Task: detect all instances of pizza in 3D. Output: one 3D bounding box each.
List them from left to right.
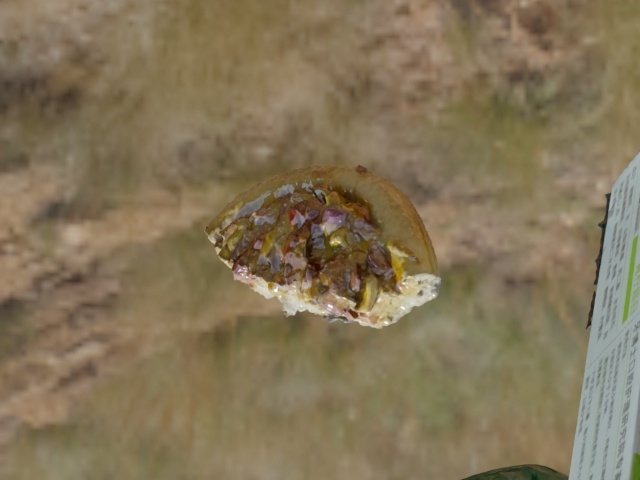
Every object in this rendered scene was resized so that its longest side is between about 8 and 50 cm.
[{"bbox_3d":[-0.002,0.000,1.364,0.058,0.127,0.246,20,-174,-38],"label":"pizza"}]

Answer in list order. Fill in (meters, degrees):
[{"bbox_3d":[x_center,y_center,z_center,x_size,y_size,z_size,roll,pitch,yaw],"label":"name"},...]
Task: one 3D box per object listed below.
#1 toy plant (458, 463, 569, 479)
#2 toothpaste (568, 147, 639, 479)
[{"bbox_3d":[0.099,0.234,0.887,0.232,0.243,0.112,-47,142,12],"label":"toy plant"},{"bbox_3d":[0.141,0.094,0.720,0.081,0.336,0.067,22,140,-8],"label":"toothpaste"}]
